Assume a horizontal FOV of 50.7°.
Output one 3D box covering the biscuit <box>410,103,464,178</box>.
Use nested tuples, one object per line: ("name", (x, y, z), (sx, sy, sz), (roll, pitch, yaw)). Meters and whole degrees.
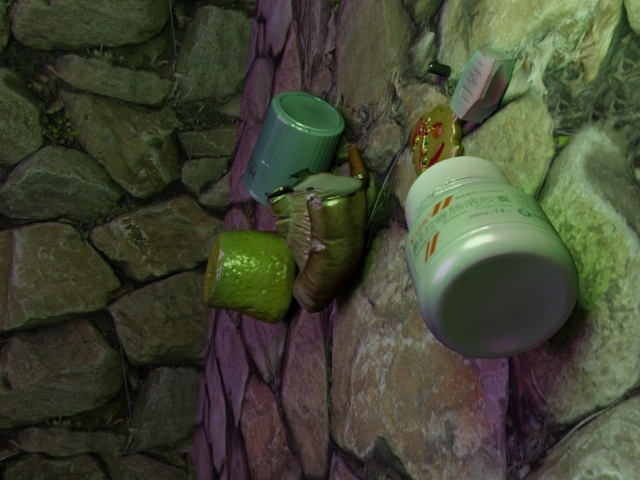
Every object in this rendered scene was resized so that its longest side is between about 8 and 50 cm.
("biscuit", (0.250, -0.217, 1.516), (0.238, 0.041, 0.212), (-130, 47, -63))

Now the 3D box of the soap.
("soap", (0.318, -0.308, 1.328), (0.100, 0.056, 0.149), (-111, 33, -49))

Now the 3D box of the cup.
("cup", (-0.066, -0.301, 2.188), (0.331, 0.257, 0.311), (-43, -18, -50))

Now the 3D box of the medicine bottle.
("medicine bottle", (0.259, 0.015, 1.110), (0.302, 0.241, 0.241), (-96, 21, -57))

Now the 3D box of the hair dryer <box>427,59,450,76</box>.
("hair dryer", (0.265, -0.397, 1.536), (0.083, 0.047, 0.026), (-88, 14, -60))

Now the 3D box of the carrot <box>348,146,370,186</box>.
("carrot", (0.104, -0.207, 1.909), (0.161, 0.055, 0.055), (-101, 26, -50))

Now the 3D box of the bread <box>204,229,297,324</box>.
("bread", (-0.257, 0.125, 2.441), (0.348, 0.308, 0.348), (-175, 90, -74))

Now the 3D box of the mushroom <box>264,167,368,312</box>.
("mushroom", (0.031, 0.021, 1.878), (0.314, 0.224, 0.397), (11, 118, 48))
